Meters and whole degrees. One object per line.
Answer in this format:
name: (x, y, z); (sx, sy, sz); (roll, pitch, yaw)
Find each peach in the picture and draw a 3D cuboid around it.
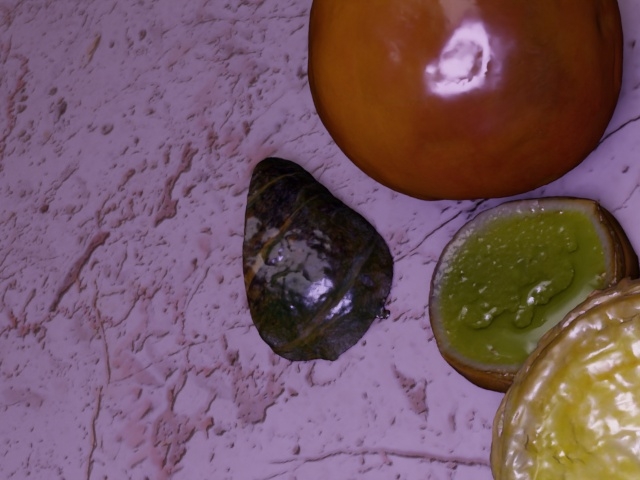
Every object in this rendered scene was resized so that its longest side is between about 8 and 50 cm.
peach: (0.155, -0.193, 1.375); (0.343, 0.302, 0.343); (-13, 14, 3)

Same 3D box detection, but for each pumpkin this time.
pumpkin: (-0.001, -0.004, 1.501); (0.163, 0.111, 0.278); (-9, 59, 24)

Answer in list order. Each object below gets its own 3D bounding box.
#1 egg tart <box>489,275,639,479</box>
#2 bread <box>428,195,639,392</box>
egg tart: (0.324, 0.197, 1.151); (0.345, 0.132, 0.345); (-16, 58, 26)
bread: (0.225, 0.054, 1.341); (0.236, 0.070, 0.236); (-17, 56, 26)
